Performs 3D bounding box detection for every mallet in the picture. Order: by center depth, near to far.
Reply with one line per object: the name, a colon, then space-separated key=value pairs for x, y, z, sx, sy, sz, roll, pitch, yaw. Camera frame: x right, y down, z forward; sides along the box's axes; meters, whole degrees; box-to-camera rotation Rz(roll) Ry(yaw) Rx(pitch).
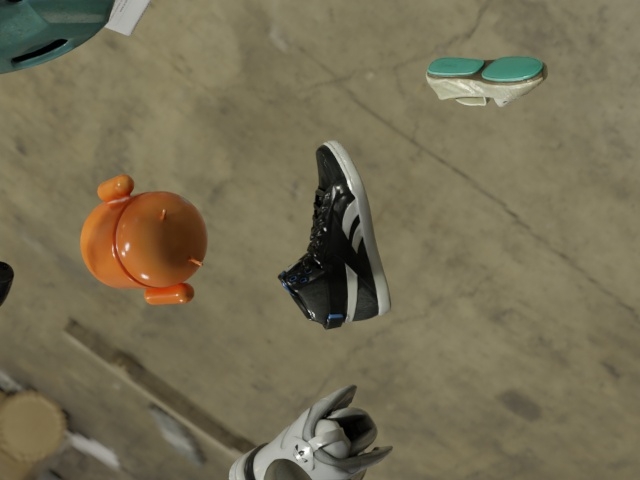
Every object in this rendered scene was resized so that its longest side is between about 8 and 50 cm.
mallet: x=-0.458 y=0.008 z=1.579 sx=0.189 sy=0.039 sz=0.062 roll=48 pitch=134 yaw=27

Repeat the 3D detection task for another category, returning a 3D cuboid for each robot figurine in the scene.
robot figurine: x=-0.228 y=0.002 z=1.574 sx=0.128 sy=0.158 sz=0.219 roll=9 pitch=173 yaw=-34

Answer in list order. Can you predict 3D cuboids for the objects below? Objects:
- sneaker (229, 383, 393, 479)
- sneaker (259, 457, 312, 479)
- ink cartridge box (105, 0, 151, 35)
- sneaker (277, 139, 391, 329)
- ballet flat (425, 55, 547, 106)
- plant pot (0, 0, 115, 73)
sneaker: x=0.029 y=0.328 z=1.886 sx=0.210 sy=0.366 sz=0.137 roll=-37 pitch=73 yaw=22
sneaker: x=0.003 y=0.214 z=0.940 sx=0.061 sy=0.065 sz=0.158 roll=10 pitch=-153 yaw=-31
ink cartridge box: x=-0.376 y=-0.467 z=1.592 sx=0.396 sy=0.151 sz=0.270 roll=16 pitch=138 yaw=-27
sneaker: x=0.000 y=0.000 z=1.417 sx=0.079 sy=0.121 sz=0.216 roll=-173 pitch=66 yaw=-76
ballet flat: x=0.188 y=-0.173 z=1.332 sx=0.168 sy=0.057 sz=0.052 roll=14 pitch=139 yaw=49
plant pot: x=-0.323 y=-0.342 z=1.050 sx=0.341 sy=0.341 sz=0.334 roll=130 pitch=129 yaw=-63
